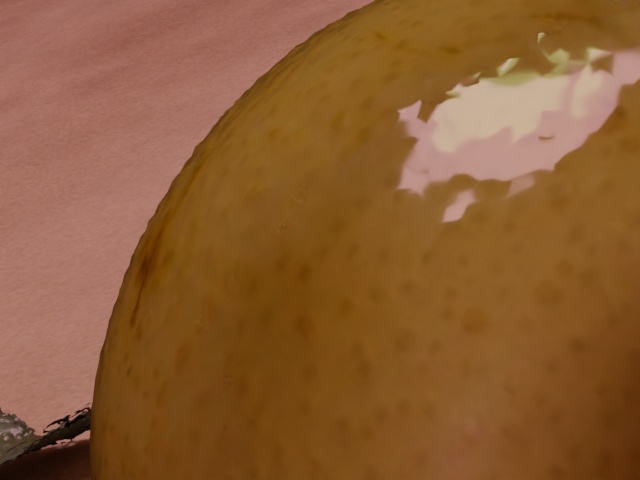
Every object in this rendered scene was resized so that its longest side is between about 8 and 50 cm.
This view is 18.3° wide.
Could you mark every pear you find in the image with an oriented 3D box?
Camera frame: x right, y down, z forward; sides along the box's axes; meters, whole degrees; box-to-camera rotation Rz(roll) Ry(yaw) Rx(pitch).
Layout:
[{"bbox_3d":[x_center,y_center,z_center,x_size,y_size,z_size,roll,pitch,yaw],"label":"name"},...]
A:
[{"bbox_3d":[0.097,0.064,0.648,0.348,0.348,0.348,-17,18,5],"label":"pear"}]

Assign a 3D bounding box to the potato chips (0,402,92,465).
[{"bbox_3d":[-0.230,0.137,1.203,0.228,0.059,0.167,-4,28,24],"label":"potato chips"}]
